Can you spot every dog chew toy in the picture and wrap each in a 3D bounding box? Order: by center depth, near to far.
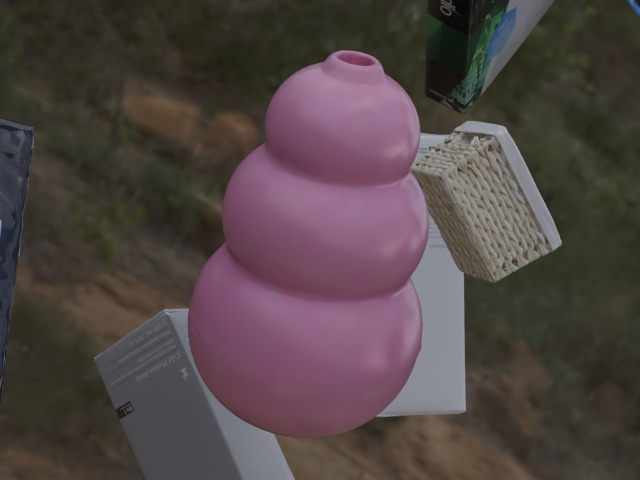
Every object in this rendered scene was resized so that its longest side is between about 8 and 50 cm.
[{"bbox_3d":[0.000,0.000,1.471,0.206,0.332,0.207,9,24,-4],"label":"dog chew toy"}]

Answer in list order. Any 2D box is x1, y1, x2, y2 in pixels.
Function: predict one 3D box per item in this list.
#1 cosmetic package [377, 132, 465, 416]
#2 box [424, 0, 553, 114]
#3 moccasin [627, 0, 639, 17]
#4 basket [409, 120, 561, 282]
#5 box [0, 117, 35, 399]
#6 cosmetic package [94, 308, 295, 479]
[{"bbox_3d":[0.084,0.051,2.382,0.156,0.385,0.217,3,-7,-27],"label":"cosmetic package"},{"bbox_3d":[0.185,-0.302,1.659,0.058,0.232,0.322,28,-27,20],"label":"box"},{"bbox_3d":[0.409,-0.291,1.921,0.137,0.117,0.342,28,24,-30],"label":"moccasin"},{"bbox_3d":[0.192,-0.045,2.045,0.167,0.103,0.113,63,-15,-17],"label":"basket"},{"bbox_3d":[-0.560,0.049,1.485,0.471,0.480,0.297,15,64,-26],"label":"box"},{"bbox_3d":[-0.135,0.204,1.878,0.107,0.127,0.238,0,60,-57],"label":"cosmetic package"}]
